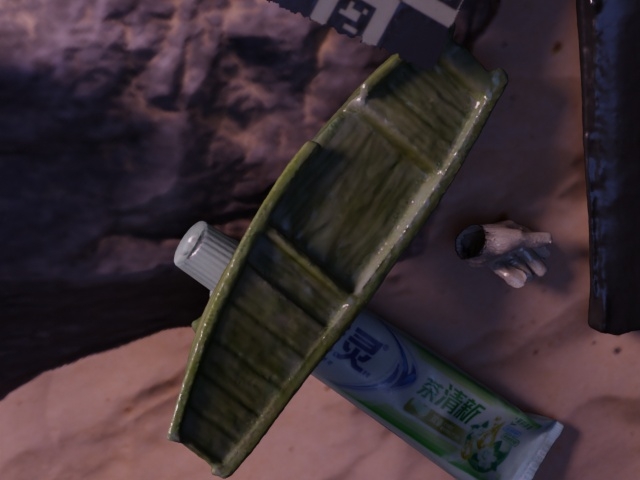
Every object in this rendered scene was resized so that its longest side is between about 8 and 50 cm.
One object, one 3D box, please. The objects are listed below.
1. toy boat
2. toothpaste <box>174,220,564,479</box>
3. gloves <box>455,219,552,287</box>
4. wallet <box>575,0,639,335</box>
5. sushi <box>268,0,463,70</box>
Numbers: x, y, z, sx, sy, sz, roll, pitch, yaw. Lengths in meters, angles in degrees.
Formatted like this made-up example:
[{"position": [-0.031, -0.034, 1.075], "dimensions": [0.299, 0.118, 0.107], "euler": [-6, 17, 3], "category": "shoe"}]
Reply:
[{"position": [0.000, 0.000, 0.916], "dimensions": [0.093, 0.055, 0.293], "euler": [40, 77, -26], "category": "toy boat"}, {"position": [0.033, 0.079, 0.997], "dimensions": [0.297, 0.048, 0.075], "euler": [35, 88, -24], "category": "toothpaste"}, {"position": [0.115, 0.003, 0.986], "dimensions": [0.081, 0.037, 0.044], "euler": [26, 140, -35], "category": "gloves"}, {"position": [0.231, -0.076, 0.988], "dimensions": [0.146, 0.030, 0.285], "euler": [-10, 111, -12], "category": "wallet"}, {"position": [0.018, -0.229, 0.871], "dimensions": [0.192, 0.050, 0.215], "euler": [21, 100, -22], "category": "sushi"}]
